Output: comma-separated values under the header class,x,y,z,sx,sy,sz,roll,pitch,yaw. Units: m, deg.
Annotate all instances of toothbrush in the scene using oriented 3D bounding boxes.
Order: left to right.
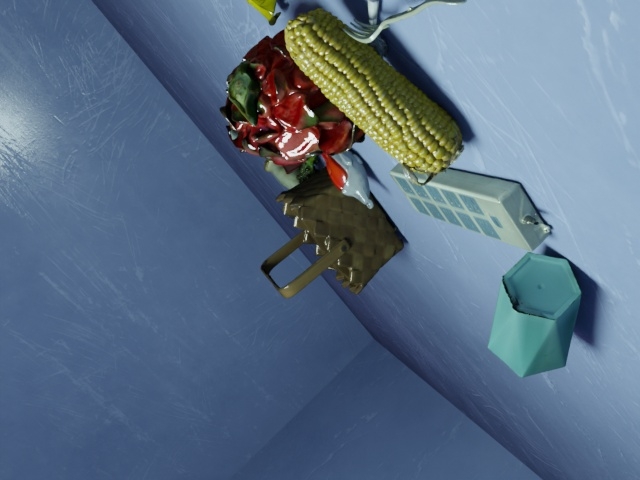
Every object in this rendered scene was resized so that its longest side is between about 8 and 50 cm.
class,x,y,z,sx,sy,sz,roll,pitch,yaw
toothbrush,0.063,-0.304,0.792,0.026,0.024,0.288,44,171,18

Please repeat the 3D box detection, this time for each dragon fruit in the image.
class,x,y,z,sx,sy,sz,roll,pitch,yaw
dragon fruit,-0.024,-0.213,1.072,0.293,0.234,0.233,23,-166,-49

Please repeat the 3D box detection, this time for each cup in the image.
class,x,y,z,sx,sy,sz,roll,pitch,yaw
cup,0.334,0.113,1.044,0.236,0.148,0.134,62,-170,-59

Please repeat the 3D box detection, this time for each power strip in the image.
class,x,y,z,sx,sy,sz,roll,pitch,yaw
power strip,0.225,-0.064,1.052,0.106,0.043,0.367,50,172,-23

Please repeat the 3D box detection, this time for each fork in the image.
class,x,y,z,sx,sy,sz,roll,pitch,yaw
fork,0.096,-0.257,0.764,0.219,0.034,0.029,14,137,60

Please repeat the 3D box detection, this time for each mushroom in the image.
class,x,y,z,sx,sy,sz,roll,pitch,yaw
mushroom,-0.058,-0.173,1.857,0.312,0.099,0.081,39,146,50

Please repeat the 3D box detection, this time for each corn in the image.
class,x,y,z,sx,sy,sz,roll,pitch,yaw
corn,0.070,-0.198,0.902,0.293,0.106,0.106,40,173,-7

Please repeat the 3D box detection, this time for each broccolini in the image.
class,x,y,z,sx,sy,sz,roll,pitch,yaw
broccolini,-0.011,-0.201,1.636,0.254,0.057,0.072,150,103,-72

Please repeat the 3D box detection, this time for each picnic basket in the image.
class,x,y,z,sx,sy,sz,roll,pitch,yaw
picnic basket,0.000,0.000,1.629,0.291,0.321,0.254,52,175,-22

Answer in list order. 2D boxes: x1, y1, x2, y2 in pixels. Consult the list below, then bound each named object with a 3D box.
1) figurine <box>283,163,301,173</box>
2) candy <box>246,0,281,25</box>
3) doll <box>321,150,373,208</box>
class,x,y,z,sx,sy,sz,roll,pitch,yaw
figurine,-0.088,-0.259,1.729,0.098,0.082,0.154,65,-177,32
candy,-0.106,-0.411,0.963,0.187,0.081,0.297,51,172,-12
doll,0.048,-0.158,1.428,0.228,0.075,0.102,54,166,20
